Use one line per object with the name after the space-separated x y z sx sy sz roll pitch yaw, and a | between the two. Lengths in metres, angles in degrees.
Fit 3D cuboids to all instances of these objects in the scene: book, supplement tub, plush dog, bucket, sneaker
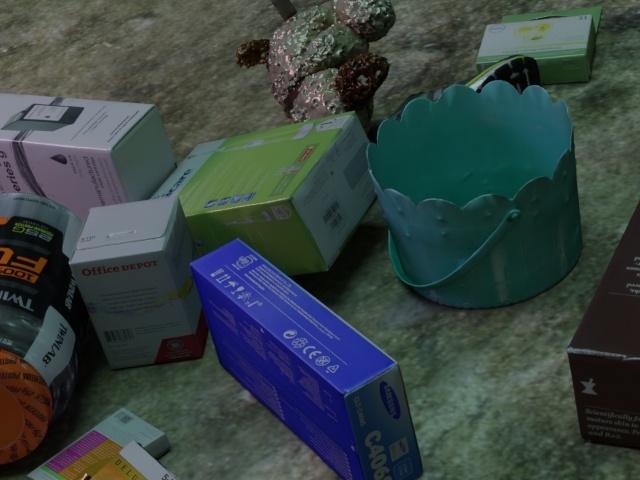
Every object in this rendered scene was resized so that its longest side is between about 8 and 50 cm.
-0.262 0.258 1.762 0.144 0.035 0.096 -34 35 -27 | book
-0.397 0.108 1.873 0.207 0.207 0.338 -11 34 6 | supplement tub
0.005 -0.213 2.134 0.210 0.262 0.225 -4 46 -20 | plush dog
0.201 -0.056 1.898 0.281 0.183 0.281 -11 33 7 | bucket
0.192 -0.192 2.171 0.300 0.111 0.121 -28 32 -22 | sneaker

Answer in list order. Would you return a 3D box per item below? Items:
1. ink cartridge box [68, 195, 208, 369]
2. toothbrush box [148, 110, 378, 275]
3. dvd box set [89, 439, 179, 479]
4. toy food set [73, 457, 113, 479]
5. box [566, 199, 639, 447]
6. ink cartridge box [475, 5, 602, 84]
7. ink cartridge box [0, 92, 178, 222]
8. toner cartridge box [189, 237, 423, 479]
-0.225 0.052 1.912 0.128 0.176 0.127 -8 35 11 | ink cartridge box
-0.083 -0.050 2.002 0.283 0.122 0.206 -8 32 35 | toothbrush box
-0.244 0.413 1.419 0.420 0.062 0.307 -42 41 -14 | dvd box set
-0.208 0.328 1.617 0.128 0.071 0.218 -46 37 -3 | toy food set
0.430 0.064 1.679 0.191 0.143 0.381 6 38 28 | box
0.346 -0.323 2.344 0.171 0.056 0.235 -3 38 19 | ink cartridge box
-0.348 -0.087 2.134 0.289 0.211 0.121 6 41 30 | ink cartridge box
-0.022 0.142 1.717 0.075 0.165 0.348 -29 37 -20 | toner cartridge box
